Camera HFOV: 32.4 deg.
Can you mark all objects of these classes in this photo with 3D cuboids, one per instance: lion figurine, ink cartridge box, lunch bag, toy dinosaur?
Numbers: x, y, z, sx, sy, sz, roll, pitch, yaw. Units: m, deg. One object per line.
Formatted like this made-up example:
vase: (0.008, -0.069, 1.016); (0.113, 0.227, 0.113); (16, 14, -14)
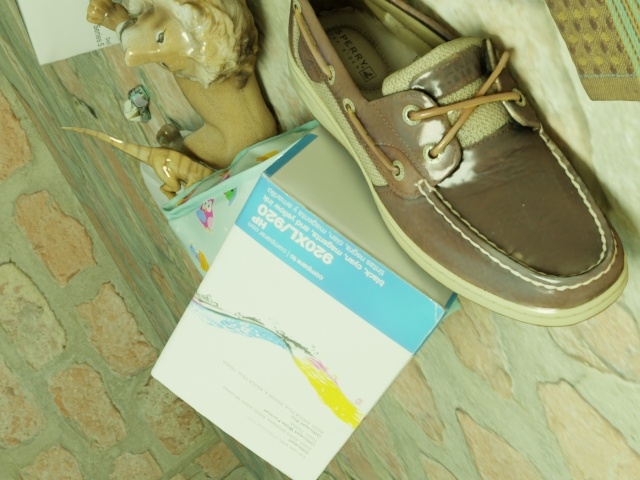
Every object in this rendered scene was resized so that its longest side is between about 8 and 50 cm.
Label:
lion figurine: (-0.119, -0.171, 1.201); (0.240, 0.142, 0.392); (36, 170, 32)
ink cartridge box: (0.005, 0.045, 0.898); (0.168, 0.171, 0.232); (36, 125, 5)
lunch bag: (0.000, 0.000, 1.075); (0.262, 0.160, 0.223); (-19, 105, 52)
ink cartridge box: (-0.324, -0.372, 1.263); (0.198, 0.115, 0.273); (96, 153, -66)
toy dinosaur: (-0.182, -0.091, 1.279); (0.211, 0.064, 0.112); (20, 155, 16)

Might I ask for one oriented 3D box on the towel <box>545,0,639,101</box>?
towel: (0.179, -0.173, 0.449); (0.271, 0.040, 0.370); (62, 165, -18)

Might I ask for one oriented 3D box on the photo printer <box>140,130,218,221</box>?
photo printer: (-0.107, -0.009, 1.449); (0.307, 0.107, 0.256); (34, 161, 53)

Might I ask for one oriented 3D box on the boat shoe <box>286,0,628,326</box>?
boat shoe: (0.081, -0.085, 0.766); (0.342, 0.123, 0.123); (53, 167, 31)

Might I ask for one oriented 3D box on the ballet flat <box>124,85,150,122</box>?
ballet flat: (-0.294, -0.211, 1.745); (0.041, 0.041, 0.114); (53, 164, 8)
